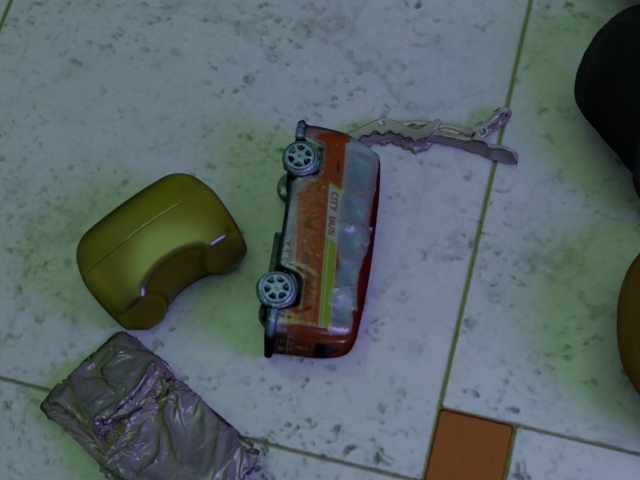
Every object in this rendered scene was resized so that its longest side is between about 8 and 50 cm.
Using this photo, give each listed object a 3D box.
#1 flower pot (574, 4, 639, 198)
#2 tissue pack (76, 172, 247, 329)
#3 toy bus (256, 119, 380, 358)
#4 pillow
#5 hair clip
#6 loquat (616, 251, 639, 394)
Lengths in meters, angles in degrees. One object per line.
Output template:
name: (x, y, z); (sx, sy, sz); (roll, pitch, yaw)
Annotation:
flower pot: (0.379, -0.168, 1.210); (0.235, 0.235, 0.148); (-41, 51, -9)
tissue pack: (-0.185, 0.007, 1.234); (0.178, 0.123, 0.127); (-37, 74, -7)
toy bus: (0.000, 0.000, 1.227); (0.120, 0.121, 0.265); (9, 70, 0)
pillow: (-0.187, 0.202, 1.183); (0.135, 0.049, 0.248); (-41, 62, -20)
hair clip: (0.122, -0.129, 1.301); (0.226, 0.034, 0.072); (3, 67, 9)
loquat: (0.428, 0.088, 1.089); (0.263, 0.263, 0.263); (-2, 70, 5)
